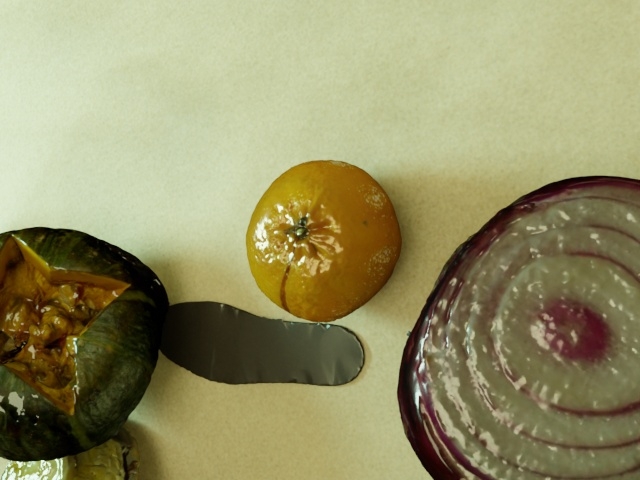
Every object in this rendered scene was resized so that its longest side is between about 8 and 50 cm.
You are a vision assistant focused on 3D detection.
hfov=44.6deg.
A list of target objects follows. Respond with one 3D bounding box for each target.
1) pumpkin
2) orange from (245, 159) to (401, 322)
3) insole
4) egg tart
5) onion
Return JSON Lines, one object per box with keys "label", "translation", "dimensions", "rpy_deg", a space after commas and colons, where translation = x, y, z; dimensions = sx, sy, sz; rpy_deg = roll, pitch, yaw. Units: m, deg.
{"label": "pumpkin", "translation": [-0.367, 0.132, 1.036], "dimensions": [0.321, 0.192, 0.320], "rpy_deg": [3, 66, -7]}
{"label": "orange", "translation": [0.000, 0.000, 0.919], "dimensions": [0.193, 0.161, 0.193], "rpy_deg": [0, 89, 31]}
{"label": "insole", "translation": [-0.092, 0.143, 1.049], "dimensions": [0.328, 0.007, 0.111], "rpy_deg": [3, 93, 27]}
{"label": "egg tart", "translation": [-0.363, 0.344, 1.088], "dimensions": [0.241, 0.106, 0.241], "rpy_deg": [-17, 50, 21]}
{"label": "onion", "translation": [0.236, 0.113, 0.750], "dimensions": [0.282, 0.260, 0.336], "rpy_deg": [30, 85, 15]}
